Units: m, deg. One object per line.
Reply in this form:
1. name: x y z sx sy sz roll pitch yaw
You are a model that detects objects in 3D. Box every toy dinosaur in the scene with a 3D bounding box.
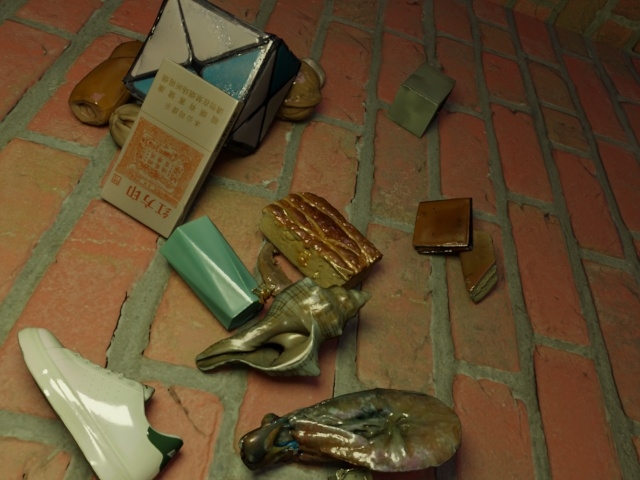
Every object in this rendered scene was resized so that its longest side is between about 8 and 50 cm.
1. toy dinosaur: -0.121 0.109 1.072 0.041 0.026 0.113 47 11 -4

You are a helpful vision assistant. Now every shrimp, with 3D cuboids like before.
1. shrimp: 0.067 0.379 0.971 0.447 0.109 0.221 -3 19 -16

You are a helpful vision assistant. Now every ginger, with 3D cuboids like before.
1. ginger: -0.114 0.072 1.213 0.070 0.051 0.173 -5 57 -28

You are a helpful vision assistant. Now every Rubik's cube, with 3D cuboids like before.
1. Rubik's cube: -0.263 -0.427 1.310 0.305 0.306 0.310 33 9 7

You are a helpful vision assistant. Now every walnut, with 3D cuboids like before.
1. walnut: -0.110 -0.472 1.547 0.245 0.198 0.198 20 49 2

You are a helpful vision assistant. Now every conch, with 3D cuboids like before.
1. conch: -0.059 0.206 1.072 0.386 0.169 0.203 -34 45 -3

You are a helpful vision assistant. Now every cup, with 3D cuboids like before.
1. cup: -0.232 0.079 1.122 0.134 0.148 0.235 -38 76 -5

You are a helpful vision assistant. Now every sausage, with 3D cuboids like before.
1. sausage: -0.571 -0.458 1.416 0.134 0.116 0.353 -2 46 18

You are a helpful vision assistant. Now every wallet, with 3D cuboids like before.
1. wallet: 0.351 -0.044 1.435 0.161 0.042 0.195 -2 46 19

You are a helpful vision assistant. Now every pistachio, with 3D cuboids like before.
1. pistachio: -0.449 -0.279 1.314 0.215 0.144 0.143 24 49 -6

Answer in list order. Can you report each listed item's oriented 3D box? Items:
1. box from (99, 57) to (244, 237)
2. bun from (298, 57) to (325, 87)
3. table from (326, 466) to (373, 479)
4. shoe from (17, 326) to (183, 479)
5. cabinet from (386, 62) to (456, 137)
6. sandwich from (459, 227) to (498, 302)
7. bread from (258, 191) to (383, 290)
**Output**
1. box: -0.351 -0.210 1.173 0.205 0.365 0.051 31 12 5
2. bun: -0.042 -0.583 1.725 0.138 0.094 0.138 13 48 -14
3. table: 0.058 0.471 0.940 0.063 0.083 0.079 2 54 -20
4. shoe: -0.391 0.274 0.903 0.160 0.131 0.363 -31 73 -35
5. cabinet: 0.360 -0.495 1.769 0.150 0.145 0.206 34 49 8
6. sandwich: 0.439 0.052 1.393 0.096 0.094 0.257 -13 47 21
7. bread: 0.000 0.000 1.253 0.275 0.114 0.185 42 37 16
